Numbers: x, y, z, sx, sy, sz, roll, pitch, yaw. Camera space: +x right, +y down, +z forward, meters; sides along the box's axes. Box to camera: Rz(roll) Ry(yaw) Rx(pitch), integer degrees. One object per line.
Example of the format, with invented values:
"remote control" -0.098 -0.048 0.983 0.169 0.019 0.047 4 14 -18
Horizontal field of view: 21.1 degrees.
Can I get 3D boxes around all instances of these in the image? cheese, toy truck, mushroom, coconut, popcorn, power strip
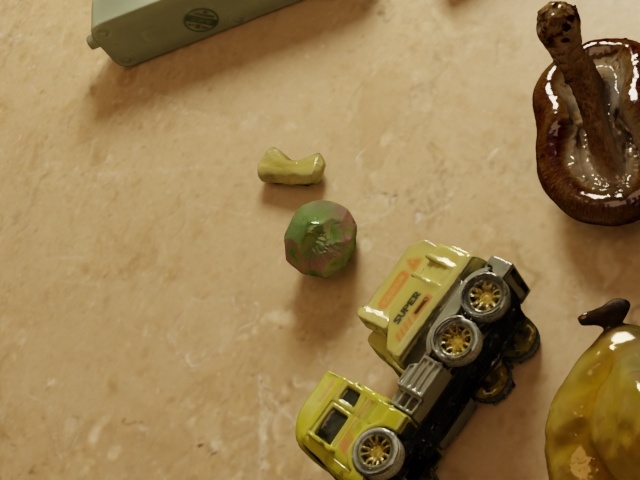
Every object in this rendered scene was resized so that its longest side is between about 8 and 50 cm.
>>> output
"cheese" -0.031 -0.083 1.923 0.083 0.030 0.044 3 71 35
"toy truck" 0.088 0.126 1.686 0.157 0.124 0.272 28 78 35
"mushroom" 0.259 -0.143 1.691 0.148 0.217 0.227 -20 56 15
"coconut" 0.000 0.000 1.832 0.083 0.081 0.082 -19 69 6
"popcorn" 0.374 0.176 1.455 0.297 0.281 0.316 -24 12 -31
"power strip" -0.113 -0.305 2.054 0.385 0.091 0.062 -19 55 17
